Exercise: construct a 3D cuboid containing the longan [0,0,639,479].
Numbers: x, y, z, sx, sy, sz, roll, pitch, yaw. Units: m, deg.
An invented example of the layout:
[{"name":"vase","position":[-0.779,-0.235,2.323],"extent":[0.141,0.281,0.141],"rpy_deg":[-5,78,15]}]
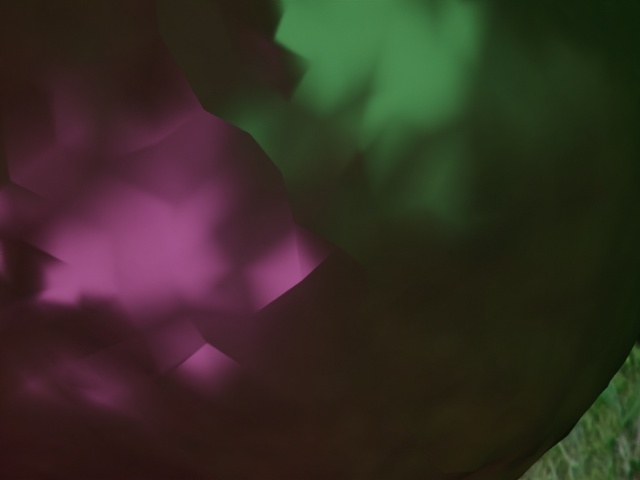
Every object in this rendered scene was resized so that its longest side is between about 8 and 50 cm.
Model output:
[{"name":"longan","position":[-0.028,-0.077,0.867],"extent":[0.404,0.404,0.436],"rpy_deg":[22,73,-31]}]
